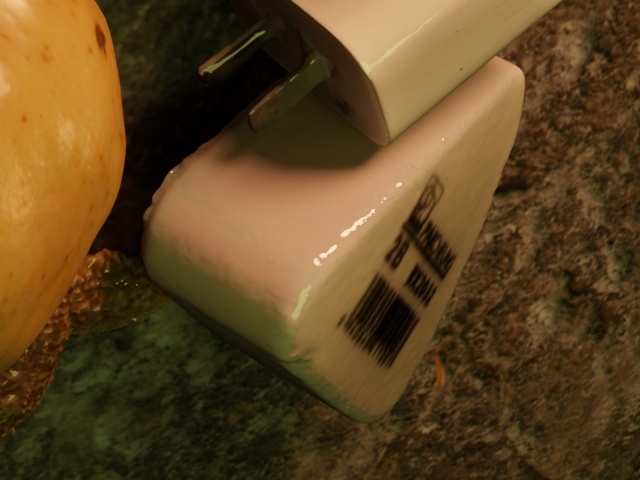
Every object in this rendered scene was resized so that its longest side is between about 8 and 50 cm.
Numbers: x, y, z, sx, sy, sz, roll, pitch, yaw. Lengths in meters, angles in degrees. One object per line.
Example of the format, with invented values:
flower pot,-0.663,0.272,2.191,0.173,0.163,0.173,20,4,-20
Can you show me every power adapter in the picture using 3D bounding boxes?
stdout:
power adapter,0.028,-0.176,1.107,0.255,0.187,0.124,-39,146,-12

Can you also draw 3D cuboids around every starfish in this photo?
starfish,-0.221,0.031,1.117,0.327,0.094,0.375,7,110,-43

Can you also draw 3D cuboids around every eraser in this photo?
eraser,0.000,0.000,1.193,0.331,0.150,0.331,-44,152,-30

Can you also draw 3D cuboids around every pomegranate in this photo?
pomegranate,-0.263,-0.064,0.821,0.342,0.342,0.342,-24,133,-28
